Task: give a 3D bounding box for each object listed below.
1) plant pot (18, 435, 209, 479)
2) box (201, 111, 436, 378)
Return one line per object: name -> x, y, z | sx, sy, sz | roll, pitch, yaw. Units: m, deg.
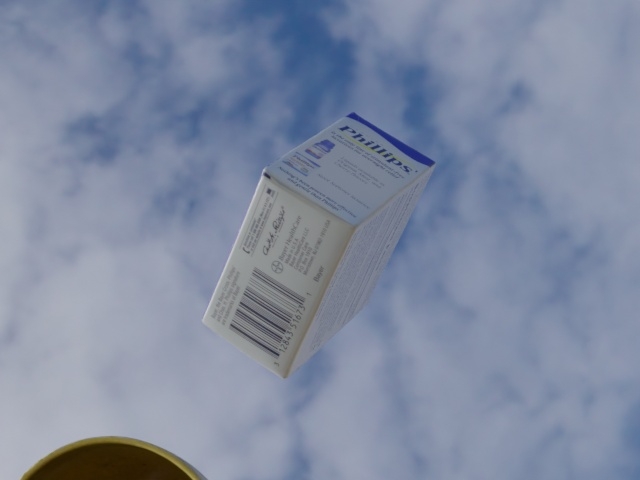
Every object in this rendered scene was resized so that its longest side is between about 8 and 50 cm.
plant pot -> -0.095, 0.172, 0.712 | 0.095, 0.134, 0.134 | 30, -102, -73
box -> 0.000, 0.000, 0.883 | 0.137, 0.072, 0.126 | -37, -24, -57
